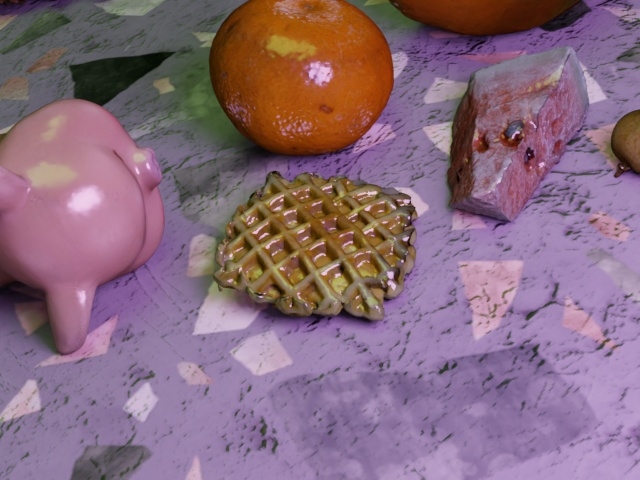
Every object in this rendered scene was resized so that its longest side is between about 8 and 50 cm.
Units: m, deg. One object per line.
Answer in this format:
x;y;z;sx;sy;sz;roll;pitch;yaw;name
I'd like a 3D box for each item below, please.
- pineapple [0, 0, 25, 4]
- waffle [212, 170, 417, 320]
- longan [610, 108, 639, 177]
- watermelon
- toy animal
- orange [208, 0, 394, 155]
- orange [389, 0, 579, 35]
-0.441;-0.439;1.759;0.251;0.125;0.125;3;42;13;pineapple
0.000;0.000;1.127;0.207;0.054;0.214;7;41;20;waffle
0.334;-0.097;1.131;0.083;0.075;0.075;-56;39;15;longan
0.195;-0.108;1.180;0.154;0.094;0.241;-3;43;26;watermelon
-0.325;-0.032;1.162;0.326;0.237;0.269;-19;30;3;toy animal
-0.021;-0.195;1.278;0.224;0.170;0.224;7;32;-4;orange
0.235;-0.373;1.337;0.334;0.263;0.196;-14;55;-10;orange
